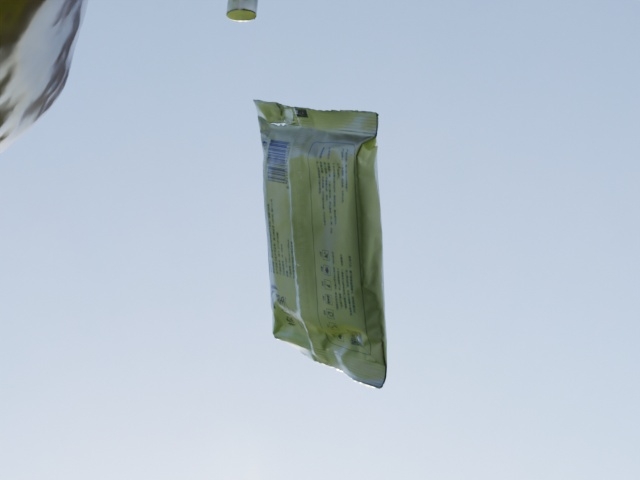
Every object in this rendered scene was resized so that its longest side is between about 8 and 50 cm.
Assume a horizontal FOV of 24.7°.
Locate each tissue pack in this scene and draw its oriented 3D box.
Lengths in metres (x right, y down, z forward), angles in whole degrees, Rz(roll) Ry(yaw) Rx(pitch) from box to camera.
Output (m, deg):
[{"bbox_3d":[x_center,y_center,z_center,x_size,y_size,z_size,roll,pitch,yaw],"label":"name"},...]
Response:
[{"bbox_3d":[0.000,0.000,1.030,0.026,0.193,0.122,-17,20,-40],"label":"tissue pack"}]

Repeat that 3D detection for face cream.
[{"bbox_3d":[-0.060,-0.234,1.215,0.038,0.115,0.020,0,-25,9],"label":"face cream"}]

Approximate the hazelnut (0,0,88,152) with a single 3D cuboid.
[{"bbox_3d":[-0.184,-0.139,0.542,0.229,0.229,0.229,-3,-33,-2],"label":"hazelnut"}]
